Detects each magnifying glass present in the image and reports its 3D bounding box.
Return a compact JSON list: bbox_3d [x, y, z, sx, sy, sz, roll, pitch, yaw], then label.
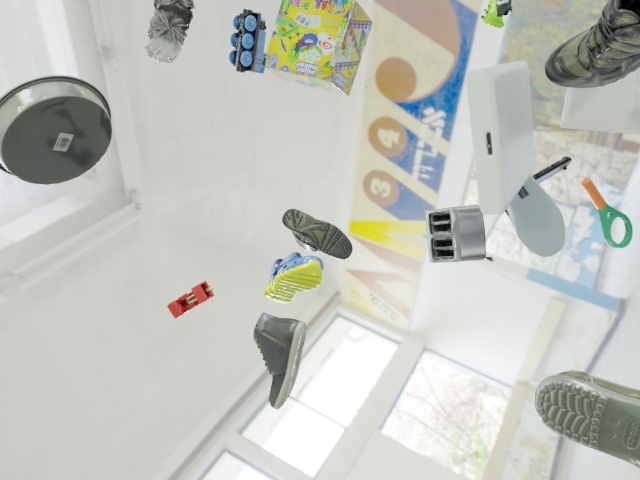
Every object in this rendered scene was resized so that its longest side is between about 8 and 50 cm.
[{"bbox_3d":[0.760,-0.073,1.367,0.092,0.026,0.231,-47,-70,-15],"label":"magnifying glass"}]

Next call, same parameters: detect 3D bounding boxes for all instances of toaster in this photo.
[{"bbox_3d":[0.398,-0.015,1.512,0.110,0.185,0.168,-6,-89,-29],"label":"toaster"}]

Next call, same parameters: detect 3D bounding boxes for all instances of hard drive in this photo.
[{"bbox_3d":[0.300,-0.180,0.832,0.307,0.040,0.203,-33,-63,-55],"label":"hard drive"}]

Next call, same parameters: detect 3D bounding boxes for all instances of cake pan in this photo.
[{"bbox_3d":[-0.619,-0.245,1.204,0.293,0.054,0.293,-36,-23,-18],"label":"cake pan"}]

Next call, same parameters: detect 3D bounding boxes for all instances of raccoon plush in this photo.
[{"bbox_3d":[-0.359,-0.679,1.260,0.299,0.216,0.446,-99,32,-70],"label":"raccoon plush"}]

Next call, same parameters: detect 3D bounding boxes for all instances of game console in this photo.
[{"bbox_3d":[0.686,-0.180,1.749,0.361,0.044,0.213,-31,-7,8],"label":"game console"}]

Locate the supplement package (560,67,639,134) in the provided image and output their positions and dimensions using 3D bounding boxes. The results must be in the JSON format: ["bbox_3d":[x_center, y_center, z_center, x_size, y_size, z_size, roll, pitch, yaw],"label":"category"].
[{"bbox_3d":[0.648,-0.340,1.097,0.149,0.203,0.194,-35,-49,-49],"label":"supplement package"}]

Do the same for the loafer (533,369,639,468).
[{"bbox_3d":[0.363,0.199,0.541,0.087,0.251,0.094,-17,-56,-53],"label":"loafer"}]

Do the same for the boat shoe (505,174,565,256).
[{"bbox_3d":[0.479,-0.103,1.241,0.113,0.306,0.105,-37,2,17],"label":"boat shoe"}]

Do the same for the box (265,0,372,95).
[{"bbox_3d":[-0.011,-0.702,1.837,0.177,0.290,0.279,6,-76,-65],"label":"box"}]

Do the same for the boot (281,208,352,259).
[{"bbox_3d":[0.000,-0.002,1.578,0.085,0.236,0.178,-57,-14,-10],"label":"boot"}]

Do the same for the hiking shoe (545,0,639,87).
[{"bbox_3d":[0.353,-0.253,0.598,0.114,0.227,0.086,18,-106,-30],"label":"hiking shoe"}]

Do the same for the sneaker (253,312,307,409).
[{"bbox_3d":[-0.113,0.288,1.243,0.083,0.118,0.222,9,-85,-75],"label":"sneaker"}]

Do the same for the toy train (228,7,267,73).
[{"bbox_3d":[-0.209,-0.585,1.521,0.105,0.080,0.184,-9,-66,-51],"label":"toy train"}]

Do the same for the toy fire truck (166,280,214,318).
[{"bbox_3d":[-0.335,0.152,1.374,0.135,0.047,0.192,-32,1,5],"label":"toy fire truck"}]

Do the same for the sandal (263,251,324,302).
[{"bbox_3d":[-0.087,0.094,1.599,0.317,0.126,0.138,-30,43,56],"label":"sandal"}]

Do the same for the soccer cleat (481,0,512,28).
[{"bbox_3d":[0.520,-0.691,1.471,0.060,0.072,0.179,170,122,-78],"label":"soccer cleat"}]
